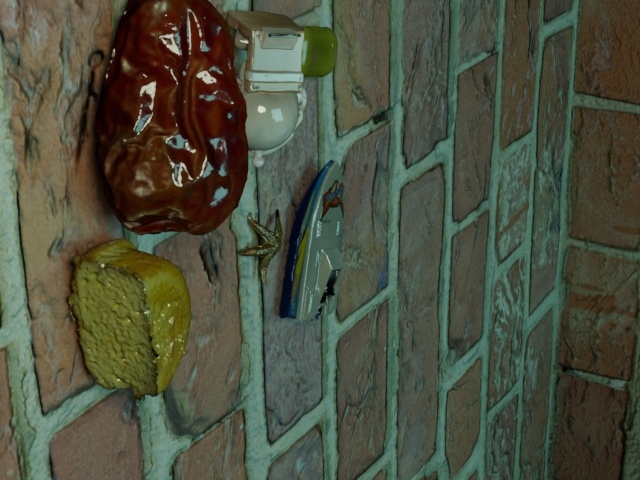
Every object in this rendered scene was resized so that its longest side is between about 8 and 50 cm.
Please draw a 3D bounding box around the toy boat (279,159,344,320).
[{"bbox_3d":[0.000,0.000,2.330,0.129,0.088,0.295,-6,107,-61],"label":"toy boat"}]

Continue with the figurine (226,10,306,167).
[{"bbox_3d":[-0.097,-0.237,2.030,0.162,0.141,0.236,-8,113,-31],"label":"figurine"}]

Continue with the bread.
[{"bbox_3d":[-0.259,0.103,1.837,0.139,0.143,0.229,-41,137,-47],"label":"bread"}]

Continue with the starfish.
[{"bbox_3d":[-0.087,-0.003,2.220,0.130,0.041,0.133,-62,149,-29],"label":"starfish"}]

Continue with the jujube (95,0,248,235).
[{"bbox_3d":[-0.198,-0.178,1.785,0.216,0.216,0.342,1,86,-62],"label":"jujube"}]

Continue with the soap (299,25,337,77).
[{"bbox_3d":[-0.015,-0.323,2.212,0.140,0.045,0.089,-13,116,-61],"label":"soap"}]
